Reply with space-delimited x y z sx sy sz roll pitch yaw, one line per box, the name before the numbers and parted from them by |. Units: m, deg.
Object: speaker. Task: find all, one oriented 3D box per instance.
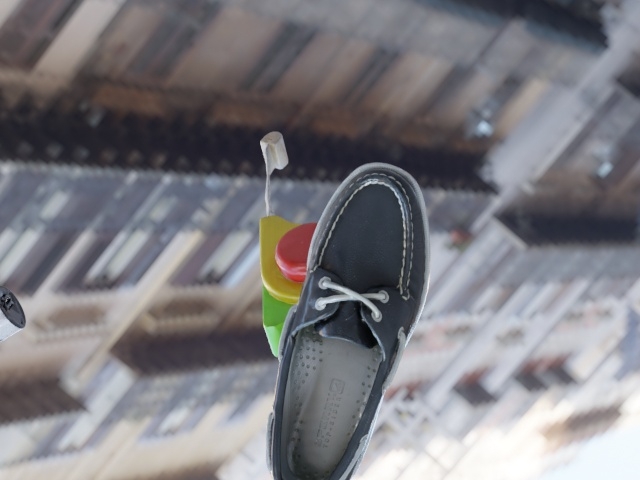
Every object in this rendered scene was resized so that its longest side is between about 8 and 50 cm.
speaker | -0.384 0.102 2.102 0.055 0.136 0.055 54 -165 -21

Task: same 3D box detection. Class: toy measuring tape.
toy measuring tape | 0.000 0.000 1.934 0.121 0.121 0.330 32 -148 -26

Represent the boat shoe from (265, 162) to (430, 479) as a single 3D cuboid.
boat shoe | 0.025 0.083 1.681 0.114 0.302 0.091 10 -176 7
